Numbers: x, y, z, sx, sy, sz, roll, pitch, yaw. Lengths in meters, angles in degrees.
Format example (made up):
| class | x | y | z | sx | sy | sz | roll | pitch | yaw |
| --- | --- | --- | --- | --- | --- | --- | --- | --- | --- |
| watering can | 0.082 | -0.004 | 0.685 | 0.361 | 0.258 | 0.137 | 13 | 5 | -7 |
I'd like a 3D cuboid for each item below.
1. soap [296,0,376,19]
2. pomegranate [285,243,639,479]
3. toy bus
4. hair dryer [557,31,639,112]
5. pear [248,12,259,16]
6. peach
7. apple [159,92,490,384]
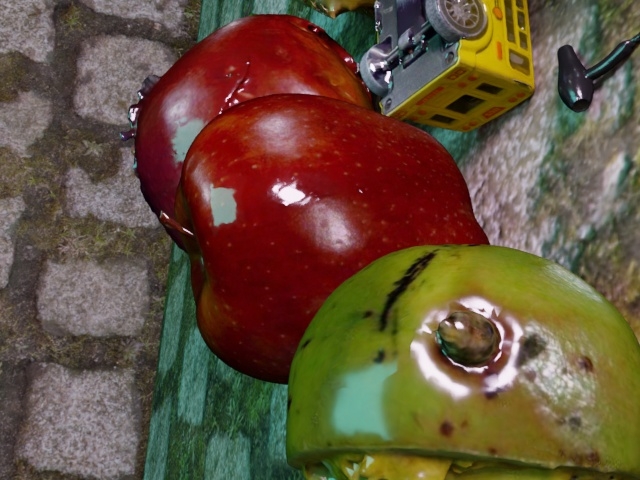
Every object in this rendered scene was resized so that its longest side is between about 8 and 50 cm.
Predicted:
| class | x | y | z | sx | sy | sz | roll | pitch | yaw |
| --- | --- | --- | --- | --- | --- | --- | --- | --- | --- |
| soap | 0.062 | -0.481 | 0.984 | 0.339 | 0.169 | 0.305 | -124 | 37 | -60 |
| pomegranate | 0.105 | 0.133 | 0.529 | 0.341 | 0.260 | 0.261 | 86 | -175 | -71 |
| toy bus | 0.136 | -0.293 | 0.736 | 0.144 | 0.152 | 0.330 | -29 | 57 | 57 |
| hair dryer | 0.242 | -0.158 | 0.593 | 0.083 | 0.031 | 0.079 | -37 | 37 | 42 |
| pear | -0.118 | -0.284 | 1.373 | 0.292 | 0.159 | 0.293 | -167 | 90 | -70 |
| peach | -0.084 | -0.146 | 1.007 | 0.353 | 0.339 | 0.416 | -38 | 30 | 3 |
| apple | 0.000 | 0.000 | 0.701 | 0.288 | 0.316 | 0.288 | 179 | 90 | -69 |
